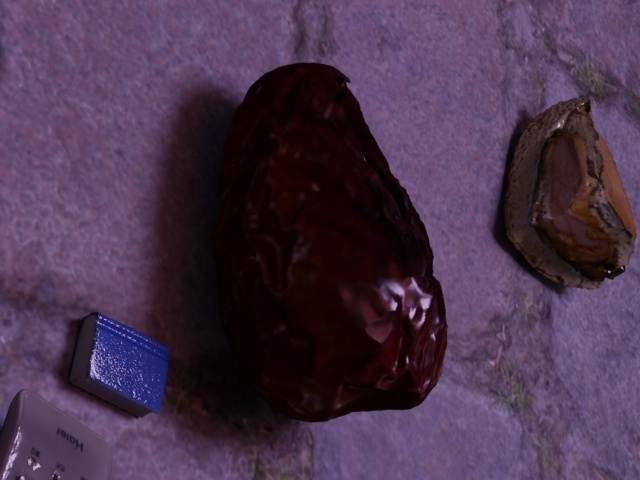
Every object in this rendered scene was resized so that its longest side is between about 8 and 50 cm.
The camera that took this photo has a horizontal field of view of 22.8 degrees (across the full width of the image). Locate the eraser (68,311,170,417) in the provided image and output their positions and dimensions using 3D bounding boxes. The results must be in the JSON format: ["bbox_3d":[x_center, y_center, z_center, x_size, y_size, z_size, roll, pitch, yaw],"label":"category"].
[{"bbox_3d":[-0.168,0.105,1.337,0.084,0.027,0.063,32,54,-38],"label":"eraser"}]

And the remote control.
[{"bbox_3d":[-0.239,0.268,1.172,0.109,0.055,0.313,43,51,-40],"label":"remote control"}]

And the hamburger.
[{"bbox_3d":[0.294,-0.057,1.898,0.155,0.135,0.208,52,25,-46],"label":"hamburger"}]

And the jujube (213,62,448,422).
[{"bbox_3d":[0.000,0.000,1.459,0.216,0.216,0.342,18,54,-45],"label":"jujube"}]
